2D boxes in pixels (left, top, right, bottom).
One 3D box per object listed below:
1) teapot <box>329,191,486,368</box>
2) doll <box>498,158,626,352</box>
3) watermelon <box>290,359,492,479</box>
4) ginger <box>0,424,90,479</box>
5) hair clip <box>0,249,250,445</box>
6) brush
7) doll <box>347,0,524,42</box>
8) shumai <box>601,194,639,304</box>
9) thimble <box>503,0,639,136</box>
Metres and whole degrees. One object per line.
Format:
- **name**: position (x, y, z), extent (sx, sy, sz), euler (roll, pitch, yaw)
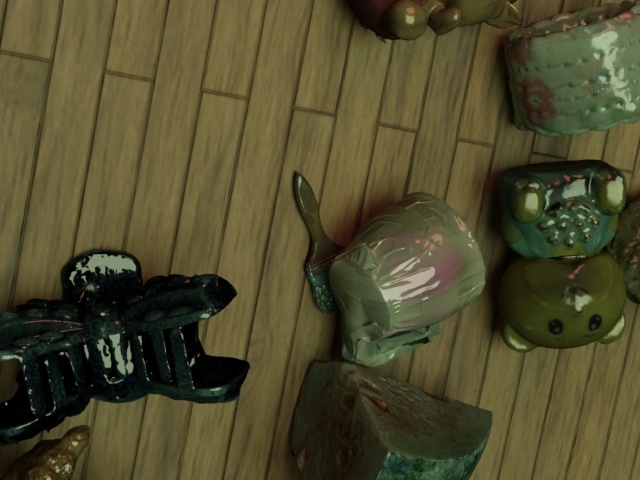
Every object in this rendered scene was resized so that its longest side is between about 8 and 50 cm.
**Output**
- **teapot**: position (0.091, 0.054, 1.617), extent (0.178, 0.221, 0.163), euler (-29, 76, -28)
- **doll**: position (0.329, 0.025, 1.716), extent (0.177, 0.161, 0.261), euler (-7, 102, -4)
- **watermelon**: position (0.065, 0.261, 1.619), extent (0.258, 0.387, 0.228), euler (46, 106, 14)
- **ginger**: position (-0.326, 0.296, 1.404), extent (0.084, 0.290, 0.122), euler (37, 51, -2)
- **hair clip**: position (-0.243, 0.119, 1.432), extent (0.310, 0.206, 0.194), euler (-9, 100, -7)
- **brush**: position (0.000, 0.000, 1.630), extent (0.070, 0.021, 0.196), euler (-26, 110, -21)
- **doll**: position (0.156, -0.346, 1.565), extent (0.256, 0.152, 0.196), euler (-19, 121, -26)
- **shumai**: position (0.535, 0.056, 1.841), extent (0.272, 0.204, 0.222), euler (14, 56, 4)
- **thimble**: position (0.351, -0.227, 1.672), extent (0.211, 0.185, 0.149), euler (-12, 106, 12)
